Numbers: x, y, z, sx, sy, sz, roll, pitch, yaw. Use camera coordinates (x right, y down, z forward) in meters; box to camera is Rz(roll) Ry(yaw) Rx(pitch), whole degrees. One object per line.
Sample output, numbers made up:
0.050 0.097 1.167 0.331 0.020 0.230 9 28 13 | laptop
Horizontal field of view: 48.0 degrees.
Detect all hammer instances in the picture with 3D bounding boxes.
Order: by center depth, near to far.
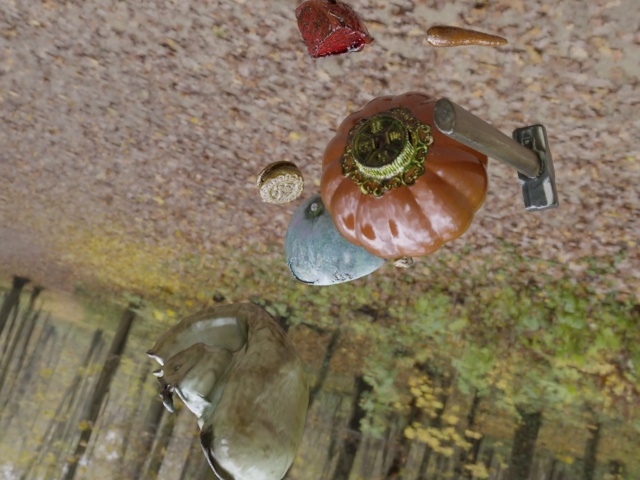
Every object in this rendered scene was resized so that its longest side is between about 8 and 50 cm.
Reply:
0.203 -0.103 0.812 0.043 0.111 0.365 -11 171 30 | hammer

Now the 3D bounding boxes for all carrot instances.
0.332 -0.456 1.617 0.216 0.048 0.048 -2 173 -20 | carrot

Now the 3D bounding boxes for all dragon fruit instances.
0.035 -0.445 1.446 0.120 0.127 0.161 -20 179 -21 | dragon fruit

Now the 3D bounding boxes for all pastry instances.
-0.082 -0.118 1.465 0.097 0.057 0.109 -11 145 -16 | pastry

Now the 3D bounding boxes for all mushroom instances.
-0.093 0.186 0.892 0.190 0.164 0.267 58 169 -18 | mushroom

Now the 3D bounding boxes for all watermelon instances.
-0.002 -0.006 1.899 0.321 0.188 0.175 12 133 45 | watermelon

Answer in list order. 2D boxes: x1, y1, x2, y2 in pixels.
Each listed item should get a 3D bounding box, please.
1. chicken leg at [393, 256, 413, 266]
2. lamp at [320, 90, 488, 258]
0.263 -0.042 1.915 0.107 0.252 0.087 24 175 8 | chicken leg
0.107 -0.084 0.928 0.223 0.223 0.196 10 164 27 | lamp
